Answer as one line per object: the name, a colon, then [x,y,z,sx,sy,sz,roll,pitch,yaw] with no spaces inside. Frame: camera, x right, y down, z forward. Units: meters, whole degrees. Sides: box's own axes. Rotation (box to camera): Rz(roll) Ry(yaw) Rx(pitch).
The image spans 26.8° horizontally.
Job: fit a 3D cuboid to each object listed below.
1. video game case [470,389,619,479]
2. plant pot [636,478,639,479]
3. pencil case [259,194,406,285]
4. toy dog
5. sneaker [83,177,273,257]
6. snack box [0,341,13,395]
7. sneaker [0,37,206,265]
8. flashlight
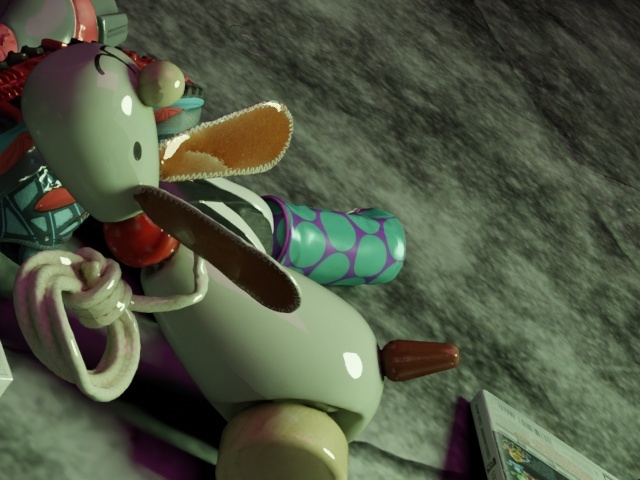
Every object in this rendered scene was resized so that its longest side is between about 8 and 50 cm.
video game case: [0.204,0.209,1.051,0.190,0.022,0.173,35,15,-11]
plant pot: [0.176,0.254,0.720,0.272,0.255,0.271,30,29,-19]
pencil case: [0.000,0.000,1.095,0.152,0.064,0.070,7,57,-48]
toy dog: [-0.030,0.022,0.811,0.333,0.161,0.220,50,24,-50]
sneaker: [-0.123,-0.012,0.941,0.217,0.079,0.121,23,36,-24]
snack box: [-0.257,0.050,0.736,0.178,0.022,0.064,13,38,-42]
sneaker: [-0.185,-0.051,0.861,0.104,0.125,0.262,32,35,32]
flashlight: [-0.246,-0.132,0.940,0.103,0.103,0.304,43,26,4]
